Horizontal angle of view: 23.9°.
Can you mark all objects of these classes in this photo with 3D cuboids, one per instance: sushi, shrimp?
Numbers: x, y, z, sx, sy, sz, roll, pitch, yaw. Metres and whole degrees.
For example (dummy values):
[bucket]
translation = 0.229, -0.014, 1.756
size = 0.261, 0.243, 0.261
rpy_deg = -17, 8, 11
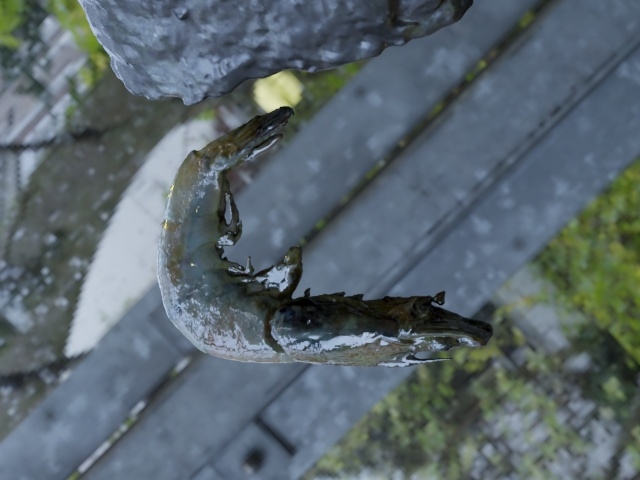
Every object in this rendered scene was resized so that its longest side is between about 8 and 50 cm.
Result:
[sushi]
translation = -0.028, -0.164, 0.802
size = 0.127, 0.225, 0.124
rpy_deg = 59, -152, -44
[shrimp]
translation = 0.001, -0.001, 0.847
size = 0.195, 0.148, 0.035
rpy_deg = 3, -173, 12
